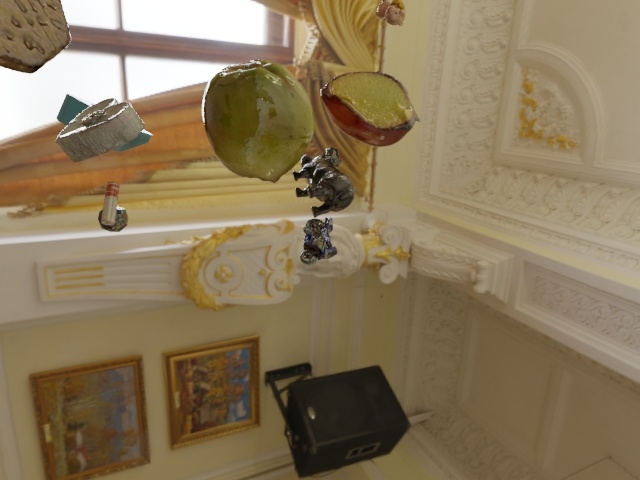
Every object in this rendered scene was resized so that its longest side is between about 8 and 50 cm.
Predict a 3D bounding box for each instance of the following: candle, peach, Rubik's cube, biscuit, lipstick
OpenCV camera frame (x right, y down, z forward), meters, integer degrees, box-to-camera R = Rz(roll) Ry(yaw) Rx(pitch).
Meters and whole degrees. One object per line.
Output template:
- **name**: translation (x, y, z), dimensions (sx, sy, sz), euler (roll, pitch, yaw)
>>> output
- **candle**: translation (-0.478, -0.238, 1.002), dimensions (0.192, 0.168, 0.068), euler (25, -29, 45)
- **peach**: translation (-0.182, -0.335, 1.298), dimensions (0.314, 0.281, 0.316), euler (29, -56, 36)
- **Rubik's cube**: translation (-0.796, -0.085, 1.783), dimensions (0.111, 0.111, 0.093), euler (37, -70, 55)
- **peach**: translation (0.155, -0.460, 1.683), dimensions (0.201, 0.361, 0.258), euler (128, -35, -62)
- **biscuit**: translation (-0.610, -0.465, 0.817), dimensions (0.046, 0.359, 0.359), euler (-21, -107, 24)
- **lipstick**: translation (-0.648, -0.114, 1.433), dimensions (0.038, 0.038, 0.131), euler (142, -48, -59)

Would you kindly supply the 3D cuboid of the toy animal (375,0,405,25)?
- **toy animal**: translation (0.262, -0.841, 1.709), dimensions (0.091, 0.114, 0.082), euler (114, -1, -53)

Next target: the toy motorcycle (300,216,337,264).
- **toy motorcycle**: translation (0.000, 0.000, 2.175), dimensions (0.315, 0.168, 0.113), euler (-82, 175, -46)

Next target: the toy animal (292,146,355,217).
- **toy animal**: translation (0.001, -0.194, 1.401), dimensions (0.343, 0.168, 0.106), euler (-103, -177, -57)

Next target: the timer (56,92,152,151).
- **timer**: translation (-0.710, -0.385, 1.552), dimensions (0.091, 0.231, 0.250), euler (-61, -176, 9)
